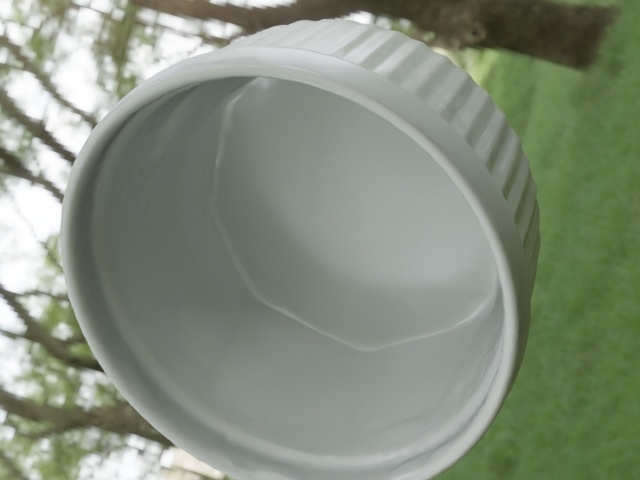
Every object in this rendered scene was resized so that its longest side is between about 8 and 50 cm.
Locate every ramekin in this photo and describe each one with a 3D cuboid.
[{"bbox_3d":[0.000,0.000,0.640,0.109,0.207,0.207,-52,-20,-57],"label":"ramekin"}]
